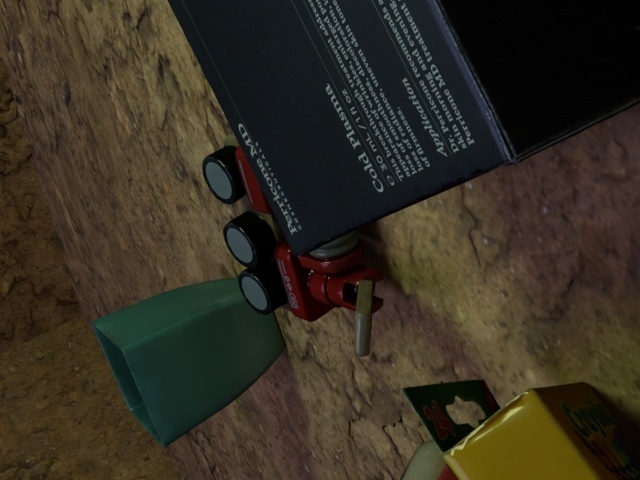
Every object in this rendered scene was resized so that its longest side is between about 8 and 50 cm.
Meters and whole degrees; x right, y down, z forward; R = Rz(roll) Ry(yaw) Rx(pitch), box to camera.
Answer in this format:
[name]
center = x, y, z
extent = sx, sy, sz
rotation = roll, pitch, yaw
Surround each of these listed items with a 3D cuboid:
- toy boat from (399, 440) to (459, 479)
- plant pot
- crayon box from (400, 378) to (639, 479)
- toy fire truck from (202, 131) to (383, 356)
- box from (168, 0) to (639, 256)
[toy boat]
center = 0.141, 0.332, 1.020
extent = 0.151, 0.151, 0.231
rotation = 26, 148, 10
[plant pot]
center = -0.187, 0.159, 1.382
extent = 0.165, 0.234, 0.165
rotation = 18, 131, 59
[crayon box]
center = 0.204, 0.208, 0.636
extent = 0.318, 0.081, 0.202
rotation = 54, -163, 20
[toy fire truck]
center = 0.000, 0.000, 0.934
extent = 0.246, 0.158, 0.217
rotation = 17, 130, 46
[box]
center = 0.030, -0.196, 0.579
extent = 0.343, 0.179, 0.312
rotation = 64, 157, -1
